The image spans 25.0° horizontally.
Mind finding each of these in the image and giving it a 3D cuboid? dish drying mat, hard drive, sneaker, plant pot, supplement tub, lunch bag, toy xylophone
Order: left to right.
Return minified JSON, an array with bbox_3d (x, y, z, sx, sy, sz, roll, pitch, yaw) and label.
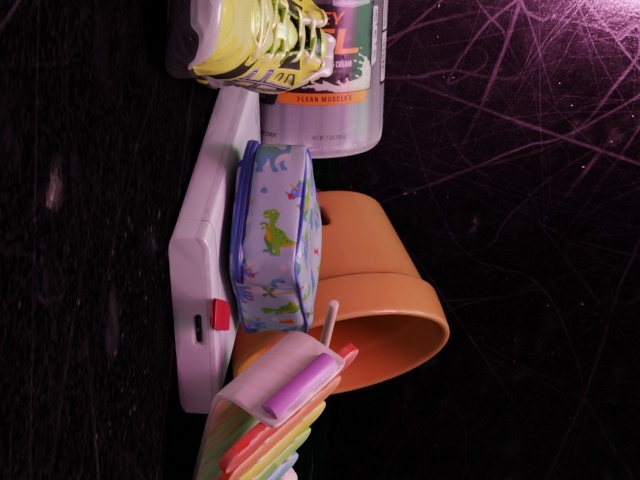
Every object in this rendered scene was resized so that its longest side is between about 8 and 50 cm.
[{"bbox_3d":[-0.104,0.077,1.491,0.083,0.008,0.032,38,56,-82],"label":"dish drying mat"},{"bbox_3d":[-0.113,-0.006,1.642,0.353,0.047,0.233,-80,172,-55],"label":"hard drive"},{"bbox_3d":[-0.068,-0.223,1.446,0.385,0.147,0.145,-34,129,-83],"label":"sneaker"},{"bbox_3d":[-0.047,-0.002,1.605,0.219,0.090,0.176,82,14,-66],"label":"lunch bag"},{"bbox_3d":[-0.044,0.196,1.616,0.236,0.081,0.322,-42,163,-23],"label":"toy xylophone"},{"bbox_3d":[-0.012,-0.274,1.802,0.193,0.194,0.316,-73,165,-71],"label":"supplement tub"},{"bbox_3d":[0.010,0.066,1.935,0.291,0.291,0.203,82,-4,-66],"label":"plant pot"}]

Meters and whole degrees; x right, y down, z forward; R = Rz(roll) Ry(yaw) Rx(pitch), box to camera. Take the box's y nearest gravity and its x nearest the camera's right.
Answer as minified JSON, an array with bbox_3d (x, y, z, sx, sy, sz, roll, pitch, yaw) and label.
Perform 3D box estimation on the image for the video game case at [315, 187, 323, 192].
[{"bbox_3d":[0.000,0.000,2.184,0.026,0.196,0.274,-54,161,-23],"label":"video game case"}]
